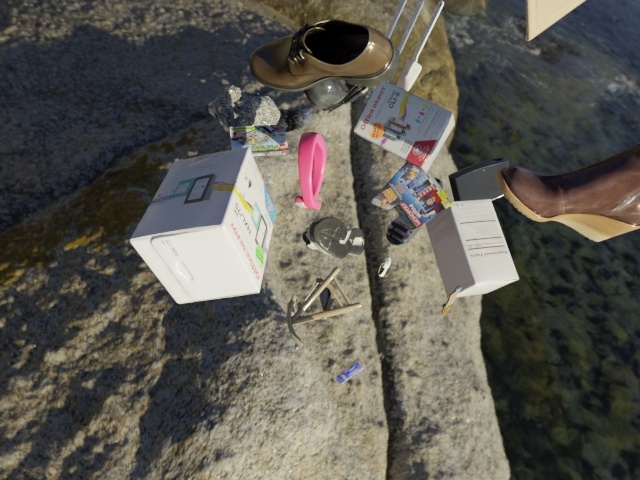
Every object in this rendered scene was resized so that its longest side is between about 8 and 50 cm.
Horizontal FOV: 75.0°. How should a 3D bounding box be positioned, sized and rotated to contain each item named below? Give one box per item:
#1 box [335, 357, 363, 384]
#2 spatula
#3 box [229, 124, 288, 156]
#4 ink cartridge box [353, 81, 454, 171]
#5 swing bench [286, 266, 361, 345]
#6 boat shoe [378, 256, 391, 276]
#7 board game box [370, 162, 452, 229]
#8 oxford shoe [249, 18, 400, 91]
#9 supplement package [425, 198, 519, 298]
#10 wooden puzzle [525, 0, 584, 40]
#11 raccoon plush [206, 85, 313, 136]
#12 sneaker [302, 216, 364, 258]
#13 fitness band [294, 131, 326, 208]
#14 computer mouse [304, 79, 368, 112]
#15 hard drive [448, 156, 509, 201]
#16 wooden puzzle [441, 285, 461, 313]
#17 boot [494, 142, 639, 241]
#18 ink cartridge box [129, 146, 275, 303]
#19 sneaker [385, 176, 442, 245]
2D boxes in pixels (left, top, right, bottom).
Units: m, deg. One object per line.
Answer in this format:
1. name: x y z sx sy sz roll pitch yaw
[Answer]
1. box: 0.085 0.379 1.212 0.081 0.136 0.028 -35 80 -2
2. spatula: 0.236 -0.555 1.162 0.019 0.242 0.168 0 33 -49
3. box: -0.230 -0.371 1.557 0.206 0.036 0.114 -7 75 -13
4. ink cartridge box: 0.187 -0.253 0.930 0.176 0.128 0.127 32 15 16
5. swing bench: -0.015 0.238 1.477 0.254 0.253 0.165 -31 82 -9
6. boat shoe: 0.292 0.118 1.915 0.035 0.035 0.100 26 87 29
7. board game box: 0.261 -0.132 1.263 0.194 0.060 0.194 -33 83 -10
8. oxford shoe: -0.015 -0.258 0.563 0.227 0.083 0.096 6 0 30
9. supplement package: 0.510 0.030 1.434 0.175 0.177 0.293 -5 70 -17
10. wooden puzzle: 0.435 -0.480 0.687 0.044 0.220 0.238 62 15 25
11. raccoon plush: -0.236 -0.549 1.716 0.445 0.299 0.216 -17 99 -9
12. sneaker: 0.000 0.001 1.856 0.447 0.257 0.169 14 77 -62
13. fitness band: -0.024 -0.196 1.201 0.054 0.291 0.209 8 91 7
14. computer mouse: 0.045 -0.495 1.432 0.272 0.188 0.072 -10 79 -62
15. hard drive: 0.679 -0.237 1.747 0.254 0.172 0.054 -18 14 -1
16. wooden puzzle: 0.382 0.172 1.225 0.014 0.116 0.078 37 37 26
17. boot: 0.419 -0.103 0.620 0.248 0.207 0.090 21 50 -13
18. ink cartridge box: -0.233 -0.035 0.909 0.197 0.198 0.270 -8 42 12
19. sneaker: 0.359 -0.106 1.567 0.110 0.292 0.118 42 15 31
